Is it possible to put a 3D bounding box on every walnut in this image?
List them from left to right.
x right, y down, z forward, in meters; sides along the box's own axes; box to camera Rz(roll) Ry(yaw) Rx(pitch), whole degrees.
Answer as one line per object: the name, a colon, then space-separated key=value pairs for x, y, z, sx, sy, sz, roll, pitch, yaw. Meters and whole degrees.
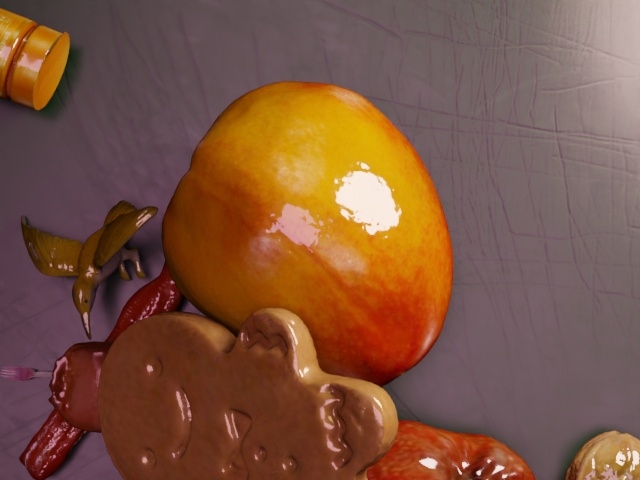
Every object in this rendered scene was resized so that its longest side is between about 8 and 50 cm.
walnut: x=0.308 y=0.266 z=1.687 sx=0.105 sy=0.105 sz=0.124 roll=23 pitch=88 yaw=5

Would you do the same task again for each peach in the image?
peach: x=0.003 y=-0.003 z=1.637 sx=0.308 sy=0.289 sz=0.289 roll=26 pitch=87 yaw=14

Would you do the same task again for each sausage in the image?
sausage: x=-0.117 y=0.164 z=1.706 sx=0.349 sy=0.094 sz=0.097 roll=4 pitch=92 yaw=-4

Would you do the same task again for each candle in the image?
candle: x=-0.227 y=0.127 z=1.757 sx=0.329 sy=0.048 sz=0.051 roll=-53 pitch=44 yaw=-1

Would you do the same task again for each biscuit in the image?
biscuit: x=-0.084 y=0.190 z=1.534 sx=0.355 sy=0.052 sz=0.275 roll=18 pitch=108 yaw=32

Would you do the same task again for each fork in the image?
fork: x=-0.309 y=0.150 z=1.761 sx=0.115 sy=0.012 sz=0.016 roll=-1 pitch=84 yaw=26

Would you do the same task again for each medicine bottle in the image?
medicine bottle: x=-0.389 y=-0.222 z=1.768 sx=0.192 sy=0.096 sz=0.096 roll=20 pitch=87 yaw=5

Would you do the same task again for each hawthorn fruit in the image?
hawthorn fruit: x=0.099 y=0.337 z=1.613 sx=0.275 sy=0.275 sz=0.299 roll=29 pitch=97 yaw=5

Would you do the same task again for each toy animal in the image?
toy animal: x=-0.234 y=0.029 z=1.733 sx=0.219 sy=0.095 sz=0.155 roll=-13 pitch=84 yaw=41
